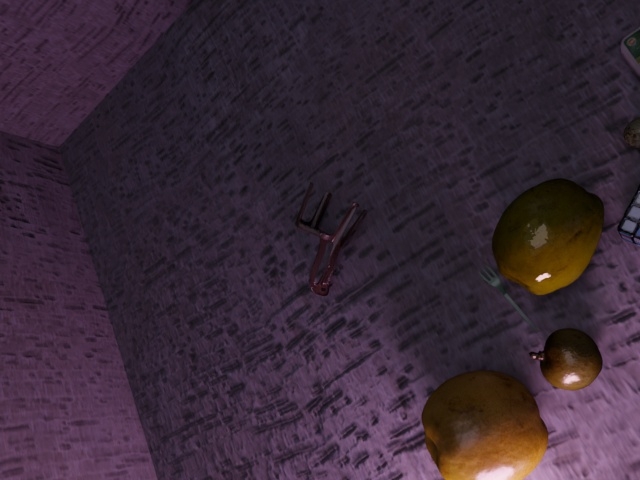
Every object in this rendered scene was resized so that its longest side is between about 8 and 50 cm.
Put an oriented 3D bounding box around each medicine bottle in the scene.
[{"bbox_3d":[0.871,-0.472,1.462,0.119,0.069,0.183,-31,69,23],"label":"medicine bottle"}]

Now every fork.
[{"bbox_3d":[0.538,0.168,1.611,0.039,0.021,0.235,-47,63,23],"label":"fork"}]

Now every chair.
[{"bbox_3d":[0.000,0.000,1.891,0.183,0.175,0.326,26,91,24],"label":"chair"}]

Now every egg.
[{"bbox_3d":[0.837,-0.276,1.444,0.110,0.085,0.085,4,85,26],"label":"egg"}]

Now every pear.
[{"bbox_3d":[0.592,-0.015,1.473,0.253,0.253,0.307,39,97,30],"label":"pear"},{"bbox_3d":[0.422,0.491,1.474,0.314,0.314,0.314,-5,80,32],"label":"pear"}]

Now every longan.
[{"bbox_3d":[0.629,0.303,1.452,0.176,0.145,0.154,10,72,8],"label":"longan"}]

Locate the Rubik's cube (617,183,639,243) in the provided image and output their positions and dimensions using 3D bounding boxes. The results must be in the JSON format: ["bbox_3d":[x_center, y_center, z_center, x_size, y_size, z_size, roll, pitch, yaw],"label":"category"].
[{"bbox_3d":[0.844,-0.057,1.350,0.184,0.187,0.182,29,98,30],"label":"Rubik's cube"}]
